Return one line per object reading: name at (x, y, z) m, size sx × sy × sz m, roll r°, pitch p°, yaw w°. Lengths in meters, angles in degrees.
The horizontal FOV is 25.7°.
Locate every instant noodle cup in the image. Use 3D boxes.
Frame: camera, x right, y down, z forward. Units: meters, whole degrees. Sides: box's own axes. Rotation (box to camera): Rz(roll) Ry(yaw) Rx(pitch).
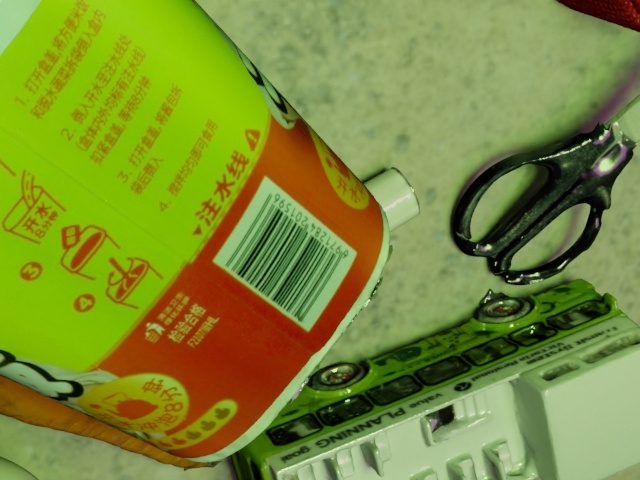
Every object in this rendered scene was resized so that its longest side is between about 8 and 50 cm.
instant noodle cup at (-0.140, -0.039, 0.771) m, size 0.294 × 0.294 × 0.308 m, roll -51°, pitch 127°, yaw 0°

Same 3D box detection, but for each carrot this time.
carrot at (-0.164, 0.108, 0.920) m, size 0.256 × 0.061 × 0.061 m, roll 37°, pitch 91°, yaw -34°

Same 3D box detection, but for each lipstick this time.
lipstick at (0.000, 0.000, 0.961) m, size 0.141 × 0.040 × 0.040 m, roll -31°, pitch 118°, yaw -12°

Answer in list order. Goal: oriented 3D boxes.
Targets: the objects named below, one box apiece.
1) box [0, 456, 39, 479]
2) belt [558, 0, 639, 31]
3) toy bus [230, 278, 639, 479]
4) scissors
box at (-0.246, 0.296, 0.864) m, size 0.288 × 0.141 × 0.349 m, roll -16°, pitch 117°, yaw 11°
belt at (0.251, -0.230, 0.944) m, size 0.201 × 0.124 × 0.128 m, roll -48°, pitch 122°, yaw -1°
toy bus at (0.094, 0.133, 0.994) m, size 0.301 × 0.139 × 0.113 m, roll -20°, pitch 113°, yaw -15°
scissors at (0.219, -0.080, 0.985) m, size 0.109 × 0.022 × 0.300 m, roll 35°, pitch 114°, yaw -29°
